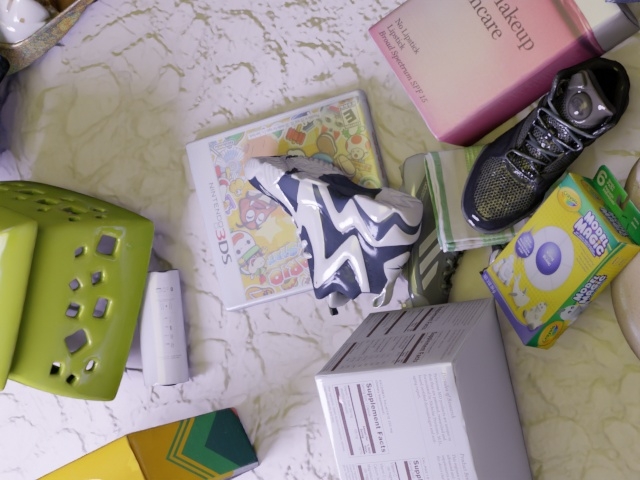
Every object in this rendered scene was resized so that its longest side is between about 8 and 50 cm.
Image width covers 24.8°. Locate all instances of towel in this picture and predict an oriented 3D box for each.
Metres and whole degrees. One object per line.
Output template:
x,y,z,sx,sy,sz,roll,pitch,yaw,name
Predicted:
0.193,-0.052,1.550,0.152,0.023,0.113,-8,76,-3,towel

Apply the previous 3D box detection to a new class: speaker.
-0.187,0.104,1.714,0.055,0.055,0.136,-7,88,20,speaker

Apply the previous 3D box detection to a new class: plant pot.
-0.357,0.052,1.672,0.228,0.207,0.227,17,97,36,plant pot

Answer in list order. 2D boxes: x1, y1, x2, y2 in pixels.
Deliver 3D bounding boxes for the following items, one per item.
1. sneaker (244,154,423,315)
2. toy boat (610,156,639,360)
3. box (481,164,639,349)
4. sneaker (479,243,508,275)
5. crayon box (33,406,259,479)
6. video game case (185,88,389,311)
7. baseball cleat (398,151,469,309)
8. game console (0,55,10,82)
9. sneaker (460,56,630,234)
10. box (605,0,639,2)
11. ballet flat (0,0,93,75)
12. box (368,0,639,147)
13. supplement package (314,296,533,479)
0.000,0.000,1.594,0.235,0.094,0.153,20,108,29,sneaker
0.450,0.033,1.446,0.318,0.148,0.267,5,87,28,toy boat
0.250,0.014,1.481,0.179,0.043,0.105,-52,47,27,box
0.212,0.012,1.574,0.069,0.038,0.098,46,104,13,sneaker
-0.223,0.271,1.588,0.202,0.318,0.081,-27,81,18,crayon box
-0.031,-0.044,1.671,0.227,0.026,0.206,-16,85,19,video game case
0.139,0.004,1.585,0.109,0.072,0.206,-6,90,17,baseball cleat
-0.539,-0.195,1.760,0.293,0.250,0.173,14,69,32,game console
0.231,-0.105,1.489,0.227,0.130,0.087,-42,79,-2,sneaker
0.470,-0.384,1.357,0.395,0.212,0.293,-1,99,23,box
-0.316,-0.319,1.728,0.348,0.123,0.123,-34,79,17,ballet flat
0.194,-0.223,1.533,0.232,0.127,0.148,-35,78,17,box
0.118,0.217,1.493,0.145,0.204,0.261,-8,103,21,supplement package
